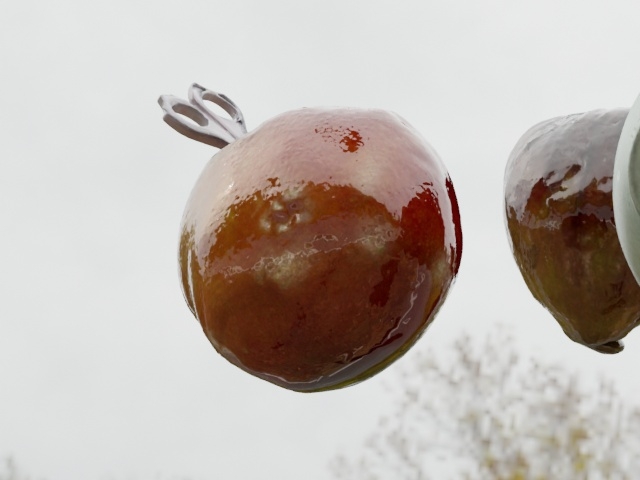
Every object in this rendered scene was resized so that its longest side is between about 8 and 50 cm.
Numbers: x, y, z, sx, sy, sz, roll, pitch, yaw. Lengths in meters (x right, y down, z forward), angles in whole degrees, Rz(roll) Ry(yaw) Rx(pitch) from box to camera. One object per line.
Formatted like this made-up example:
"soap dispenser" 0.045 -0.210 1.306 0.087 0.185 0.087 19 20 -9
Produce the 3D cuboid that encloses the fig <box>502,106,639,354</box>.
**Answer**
"fig" 0.291 -0.027 1.878 0.224 0.263 0.224 9 -46 9

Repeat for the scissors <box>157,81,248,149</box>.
"scissors" -0.059 -0.073 1.661 0.189 0.100 0.015 40 -61 14

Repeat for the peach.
"peach" 0.000 0.000 1.502 0.243 0.243 0.199 -9 -23 30

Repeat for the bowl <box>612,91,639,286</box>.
"bowl" 0.303 -0.046 1.333 0.146 0.313 0.313 9 -24 -42
